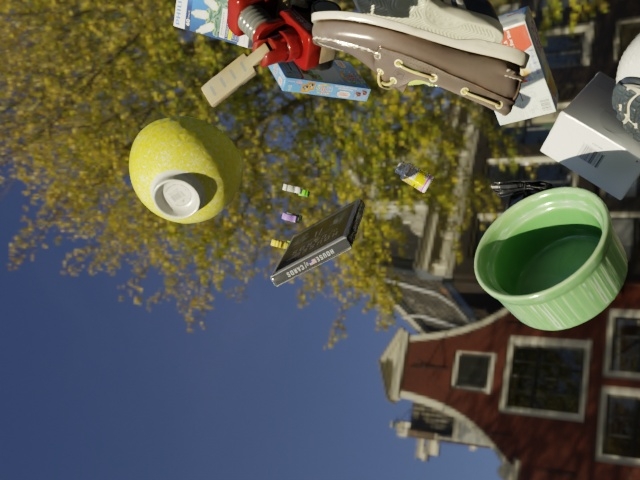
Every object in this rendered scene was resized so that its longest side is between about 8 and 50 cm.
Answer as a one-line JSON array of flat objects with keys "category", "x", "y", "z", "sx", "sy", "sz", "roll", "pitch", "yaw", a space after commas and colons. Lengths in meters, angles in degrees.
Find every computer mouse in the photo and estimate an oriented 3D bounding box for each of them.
[{"category": "computer mouse", "x": 0.608, "y": -0.083, "z": 2.382, "sx": 0.072, "sy": 0.188, "sz": 0.272, "roll": 69, "pitch": -153, "yaw": -56}]

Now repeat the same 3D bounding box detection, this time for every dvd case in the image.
[{"category": "dvd case", "x": 0.000, "y": 0.000, "z": 1.616, "sx": 0.029, "sy": 0.179, "sz": 0.238, "roll": 57, "pitch": -161, "yaw": -12}]

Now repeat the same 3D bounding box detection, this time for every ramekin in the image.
[{"category": "ramekin", "x": 0.497, "y": 0.045, "z": 1.680, "sx": 0.148, "sy": 0.303, "sz": 0.303, "roll": 47, "pitch": -130, "yaw": -30}]

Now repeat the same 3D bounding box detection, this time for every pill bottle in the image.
[{"category": "pill bottle", "x": 0.212, "y": -0.146, "z": 1.787, "sx": 0.043, "sy": 0.083, "sz": 0.043, "roll": -56, "pitch": -8, "yaw": -12}]

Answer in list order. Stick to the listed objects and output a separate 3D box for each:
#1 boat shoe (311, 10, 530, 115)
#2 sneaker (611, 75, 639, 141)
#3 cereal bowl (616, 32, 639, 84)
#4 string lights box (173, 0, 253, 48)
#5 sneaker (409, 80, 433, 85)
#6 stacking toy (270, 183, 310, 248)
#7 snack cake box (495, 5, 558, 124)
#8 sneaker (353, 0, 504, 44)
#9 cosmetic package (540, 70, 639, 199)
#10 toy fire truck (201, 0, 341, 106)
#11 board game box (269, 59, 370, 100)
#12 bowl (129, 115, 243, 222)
[{"category": "boat shoe", "x": 0.137, "y": -0.264, "z": 1.159, "sx": 0.116, "sy": 0.324, "sz": 0.096, "roll": -72, "pitch": -5, "yaw": -79}, {"category": "sneaker", "x": 0.581, "y": -0.185, "z": 1.182, "sx": 0.122, "sy": 0.283, "sz": 0.110, "roll": -59, "pitch": -12, "yaw": -15}, {"category": "cereal bowl", "x": 0.735, "y": -0.274, "z": 1.593, "sx": 0.141, "sy": 0.339, "sz": 0.339, "roll": -42, "pitch": -47, "yaw": -11}, {"category": "string lights box", "x": -0.225, "y": -0.540, "z": 1.840, "sx": 0.077, "sy": 0.260, "sz": 0.133, "roll": -13, "pitch": -60, "yaw": -49}, {"category": "sneaker", "x": 0.431, "y": -0.555, "z": 2.543, "sx": 0.145, "sy": 0.385, "sz": 0.147, "roll": 70, "pitch": -171, "yaw": -69}, {"category": "stacking toy", "x": -0.080, "y": -0.063, "z": 2.143, "sx": 0.221, "sy": 0.052, "sz": 0.167, "roll": -8, "pitch": -69, "yaw": -83}, {"category": "snack cake box", "x": 0.488, "y": -0.436, "z": 1.989, "sx": 0.264, "sy": 0.152, "sz": 0.089, "roll": 60, "pitch": -145, "yaw": -31}, {"category": "sneaker", "x": 0.218, "y": -0.497, "z": 1.638, "sx": 0.350, "sy": 0.131, "sz": 0.148, "roll": 16, "pitch": -127, "yaw": -25}, {"category": "cosmetic package", "x": 0.690, "y": -0.253, "z": 1.876, "sx": 0.225, "sy": 0.224, "sz": 0.138, "roll": -42, "pitch": -20, "yaw": -34}, {"category": "toy fire truck", "x": -0.116, "y": -0.368, "z": 1.427, "sx": 0.246, "sy": 0.217, "sz": 0.158, "roll": -25, "pitch": -31, "yaw": -28}, {"category": "board game box", "x": -0.007, "y": -0.388, "z": 1.848, "sx": 0.211, "sy": 0.160, "sz": 0.039, "roll": 3, "pitch": -56, "yaw": -22}, {"category": "bowl", "x": -0.343, "y": -0.143, "z": 1.942, "sx": 0.156, "sy": 0.289, "sz": 0.289, "roll": -86, "pitch": -22, "yaw": -53}]
